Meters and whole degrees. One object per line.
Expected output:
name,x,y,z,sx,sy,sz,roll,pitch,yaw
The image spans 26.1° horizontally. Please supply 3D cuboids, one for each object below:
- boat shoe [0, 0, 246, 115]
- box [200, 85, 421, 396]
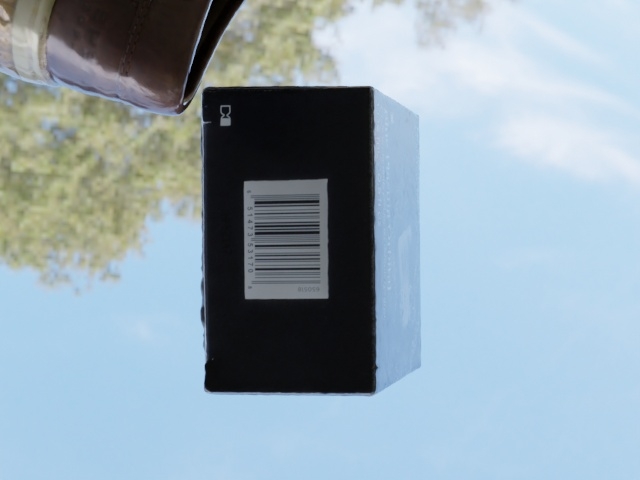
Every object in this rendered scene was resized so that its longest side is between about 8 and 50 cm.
boat shoe,-0.029,-0.180,0.697,0.123,0.123,0.342,23,-133,12
box,0.000,0.000,0.755,0.093,0.156,0.158,0,180,12
